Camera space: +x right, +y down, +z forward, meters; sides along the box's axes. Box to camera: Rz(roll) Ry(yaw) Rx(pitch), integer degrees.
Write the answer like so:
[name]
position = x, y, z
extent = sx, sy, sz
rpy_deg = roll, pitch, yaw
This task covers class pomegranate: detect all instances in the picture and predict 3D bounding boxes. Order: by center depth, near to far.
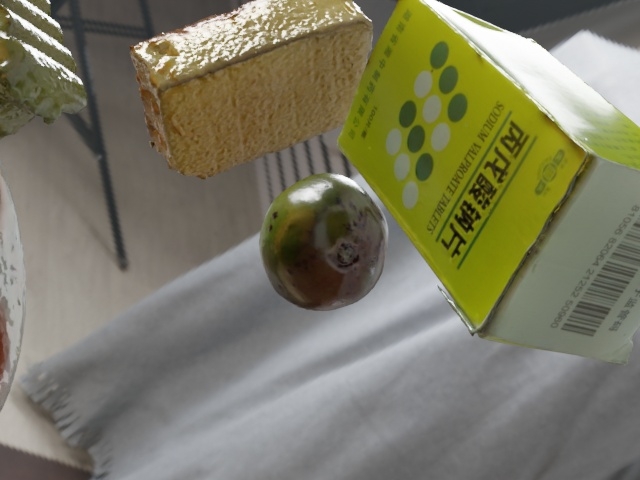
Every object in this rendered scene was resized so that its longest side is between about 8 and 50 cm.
[pomegranate]
position = 0.005, 0.002, 0.987
extent = 0.130, 0.130, 0.130
rpy_deg = 37, 31, -27

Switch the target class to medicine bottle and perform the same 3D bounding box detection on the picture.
[medicine bottle]
position = 0.129, -0.047, 0.742
extent = 0.141, 0.137, 0.250
rpy_deg = 14, 27, -34

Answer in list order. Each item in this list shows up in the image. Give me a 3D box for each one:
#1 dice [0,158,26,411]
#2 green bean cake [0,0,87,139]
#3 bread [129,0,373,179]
[dice]
position = -0.352, 0.035, 0.715
extent = 0.251, 0.243, 0.259
rpy_deg = 33, 48, -78
[green bean cake]
position = -0.351, -0.146, 1.023
extent = 0.124, 0.236, 0.233
rpy_deg = 30, 31, -58
[bread]
position = -0.077, -0.193, 1.301
extent = 0.185, 0.274, 0.114
rpy_deg = 89, -24, -54
